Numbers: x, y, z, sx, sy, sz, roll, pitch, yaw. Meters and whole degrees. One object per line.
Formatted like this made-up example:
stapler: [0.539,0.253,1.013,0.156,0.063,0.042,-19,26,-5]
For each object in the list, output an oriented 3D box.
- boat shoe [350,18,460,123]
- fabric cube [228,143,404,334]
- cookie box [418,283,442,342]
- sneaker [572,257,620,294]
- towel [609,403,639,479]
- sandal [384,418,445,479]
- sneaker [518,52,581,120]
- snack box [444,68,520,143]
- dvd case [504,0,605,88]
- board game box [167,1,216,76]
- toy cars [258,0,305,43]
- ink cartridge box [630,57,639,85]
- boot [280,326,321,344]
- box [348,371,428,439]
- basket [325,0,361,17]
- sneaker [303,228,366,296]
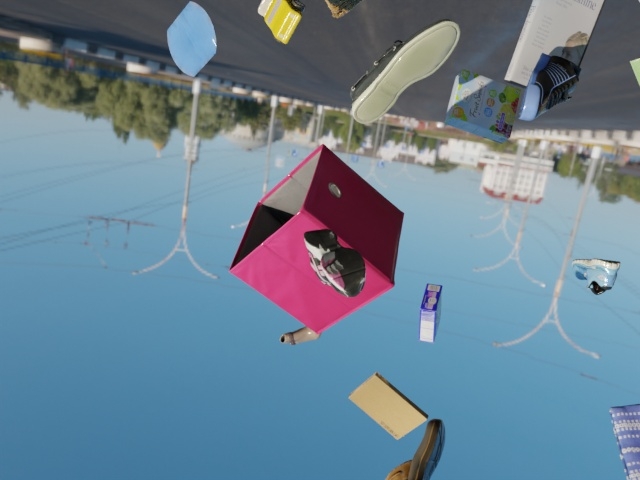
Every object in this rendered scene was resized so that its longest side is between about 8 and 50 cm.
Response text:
boat shoe: [0.202,-0.451,1.590,0.127,0.340,0.113,19,-142,-38]
fabric cube: [0.000,0.000,1.366,0.258,0.259,0.254,39,-142,-18]
cookie box: [0.259,0.171,1.454,0.040,0.107,0.092,9,-140,17]
sneaker: [0.574,0.078,1.308,0.063,0.073,0.162,8,177,4]
towel: [0.569,0.381,0.858,0.243,0.336,0.040,-10,148,10]
sandal: [0.130,0.366,0.943,0.060,0.219,0.090,13,148,27]
sneaker: [0.464,-0.307,1.242,0.090,0.081,0.232,20,-132,16]
snack box: [0.518,-0.428,1.981,0.207,0.175,0.070,17,166,-5]
dvd case: [0.515,-0.446,1.347,0.180,0.253,0.022,10,-164,-27]
board game box: [-0.293,-0.473,1.463,0.168,0.133,0.033,-31,177,43]
toy cars: [-0.073,-0.655,1.512,0.087,0.394,0.176,22,165,-24]
ink cartridge box: [0.778,-0.379,1.292,0.209,0.109,0.062,-13,-147,42]
boot: [-0.052,0.242,1.591,0.087,0.042,0.118,-4,155,-23]
box: [0.201,0.497,1.852,0.201,0.164,0.021,40,-138,3]
basket: [0.073,-0.880,1.880,0.213,0.299,0.223,-19,171,14]
sneaker: [0.028,0.049,1.044,0.072,0.077,0.178,-14,-148,-12]
